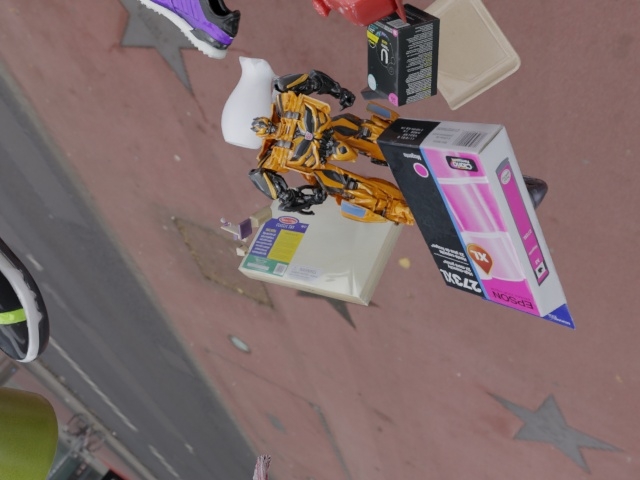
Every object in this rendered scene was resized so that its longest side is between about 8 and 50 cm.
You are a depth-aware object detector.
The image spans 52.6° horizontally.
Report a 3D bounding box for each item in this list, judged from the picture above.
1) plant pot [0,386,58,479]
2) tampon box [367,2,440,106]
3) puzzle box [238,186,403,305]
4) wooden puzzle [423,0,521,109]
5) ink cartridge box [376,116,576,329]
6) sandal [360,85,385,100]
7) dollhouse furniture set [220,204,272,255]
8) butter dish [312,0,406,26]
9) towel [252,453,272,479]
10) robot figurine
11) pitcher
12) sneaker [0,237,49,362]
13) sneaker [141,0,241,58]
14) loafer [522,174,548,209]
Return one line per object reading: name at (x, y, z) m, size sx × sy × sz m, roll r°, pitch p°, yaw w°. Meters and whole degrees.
plant pot at (-0.720, 0.385, 1.252) m, size 0.275 × 0.274 × 0.293 m, roll 15°, pitch 160°, yaw 34°
tampon box at (0.165, -0.376, 1.313) m, size 0.120 × 0.101 × 0.161 m, roll 49°, pitch 152°, yaw 46°
puzzle box at (0.000, 0.000, 1.648) m, size 0.409 × 0.272 × 0.052 m, roll 10°, pitch 156°, yaw 40°
wooden puzzle at (0.328, -0.455, 1.521) m, size 0.221 × 0.044 × 0.238 m, roll -28°, pitch 96°, yaw 50°
ink cartridge box at (0.223, -0.004, 0.902) m, size 0.176 × 0.069 × 0.371 m, roll 18°, pitch 149°, yaw 50°
sandal at (0.160, -0.373, 1.524) m, size 0.054 × 0.097 × 0.254 m, roll 62°, pitch 160°, yaw -17°
dollhouse furniture set at (-0.172, -0.035, 1.507) m, size 0.081 × 0.114 × 0.091 m, roll 23°, pitch 132°, yaw 33°
butter dish at (0.041, -0.379, 0.962) m, size 0.159 × 0.118 × 0.160 m, roll 58°, pitch -167°, yaw 7°
towel at (-0.123, 0.538, 1.264) m, size 0.029 × 0.197 × 0.144 m, roll 11°, pitch -168°, yaw -9°
robot figurine at (0.035, -0.127, 0.953) m, size 0.291 × 0.211 × 0.085 m, roll 15°, pitch 178°, yaw -32°
pitcher at (-0.161, -0.334, 1.628) m, size 0.126 × 0.207 × 0.178 m, roll 14°, pitch -178°, yaw 27°
sneaker at (-0.308, 0.016, 0.505) m, size 0.084 × 0.097 × 0.234 m, roll -1°, pitch 122°, yaw 39°
sneaker at (-0.294, -0.553, 1.438) m, size 0.293 × 0.102 × 0.146 m, roll 39°, pitch 126°, yaw -7°
loafer at (0.353, -0.110, 1.423) m, size 0.303 × 0.095 × 0.109 m, roll 18°, pitch 136°, yaw 49°
